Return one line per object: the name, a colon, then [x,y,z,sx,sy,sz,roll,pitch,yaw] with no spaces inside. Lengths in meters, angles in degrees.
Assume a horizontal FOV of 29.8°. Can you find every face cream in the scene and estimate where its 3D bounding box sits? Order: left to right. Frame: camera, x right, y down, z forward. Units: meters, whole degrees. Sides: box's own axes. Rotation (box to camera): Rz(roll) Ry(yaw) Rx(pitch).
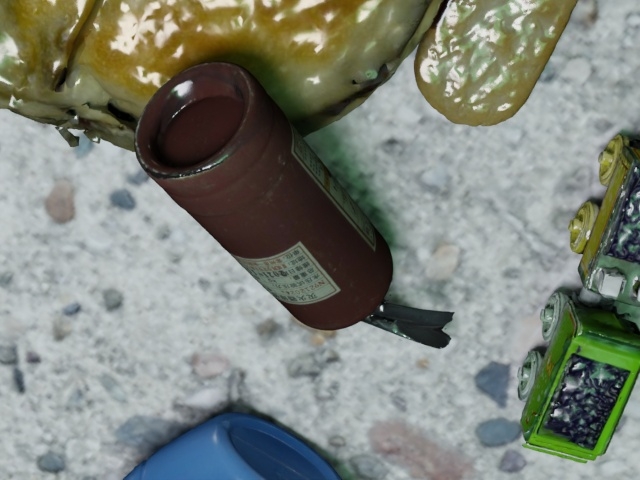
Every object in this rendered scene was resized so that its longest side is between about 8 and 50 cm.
face cream: [-0.096,0.234,0.779,0.149,0.083,0.264,33,110,-8]

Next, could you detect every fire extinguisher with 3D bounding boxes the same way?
fire extinguisher: [0.000,0.000,0.650,0.099,0.071,0.231,10,155,37]

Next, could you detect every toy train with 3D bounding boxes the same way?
toy train: [0.165,0.034,0.691,0.060,0.081,0.202,15,112,-4]

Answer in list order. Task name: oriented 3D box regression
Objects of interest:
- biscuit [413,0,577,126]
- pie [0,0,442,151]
biscuit: [0.102,-0.130,0.660,0.071,0.018,0.147,21,110,-10]
pie: [-0.092,-0.187,0.611,0.339,0.077,0.339,1,114,2]
